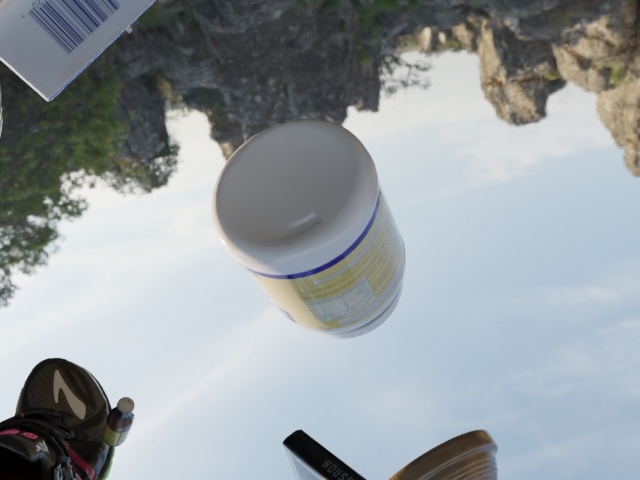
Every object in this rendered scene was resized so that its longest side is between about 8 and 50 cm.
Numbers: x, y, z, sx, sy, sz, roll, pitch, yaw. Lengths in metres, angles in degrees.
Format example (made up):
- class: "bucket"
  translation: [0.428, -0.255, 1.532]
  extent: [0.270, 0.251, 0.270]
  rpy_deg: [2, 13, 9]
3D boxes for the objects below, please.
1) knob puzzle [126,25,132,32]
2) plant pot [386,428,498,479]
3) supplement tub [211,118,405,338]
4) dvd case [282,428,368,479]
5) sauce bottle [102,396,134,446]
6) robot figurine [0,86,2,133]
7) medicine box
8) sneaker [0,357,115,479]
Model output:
- class: "knob puzzle"
  translation: [-0.453, -0.546, 1.374]
  extent: [0.030, 0.213, 0.213]
  rpy_deg: [-31, -167, 5]
- class: "plant pot"
  translation: [0.206, 0.419, 1.093]
  extent: [0.237, 0.237, 0.110]
  rpy_deg: [-18, -126, -23]
- class: "supplement tub"
  translation: [0.000, 0.000, 1.037]
  extent: [0.240, 0.241, 0.331]
  rpy_deg: [-8, 150, 14]
- class: "dvd case"
  translation: [0.060, 0.292, 0.605]
  extent: [0.029, 0.179, 0.238]
  rpy_deg: [-29, -153, -28]
- class: "sauce bottle"
  translation: [-0.311, 0.280, 1.044]
  extent: [0.042, 0.042, 0.128]
  rpy_deg: [-24, 158, -40]
- class: "robot figurine"
  translation: [-0.339, -0.135, 0.518]
  extent: [0.209, 0.174, 0.278]
  rpy_deg: [-32, 173, -28]
- class: "medicine box"
  translation: [-0.430, -0.399, 1.076]
  extent: [0.263, 0.149, 0.289]
  rpy_deg: [-46, -136, -5]
- class: "sneaker"
  translation: [-0.423, 0.333, 1.015]
  extent: [0.185, 0.202, 0.483]
  rpy_deg: [-6, -148, -8]
